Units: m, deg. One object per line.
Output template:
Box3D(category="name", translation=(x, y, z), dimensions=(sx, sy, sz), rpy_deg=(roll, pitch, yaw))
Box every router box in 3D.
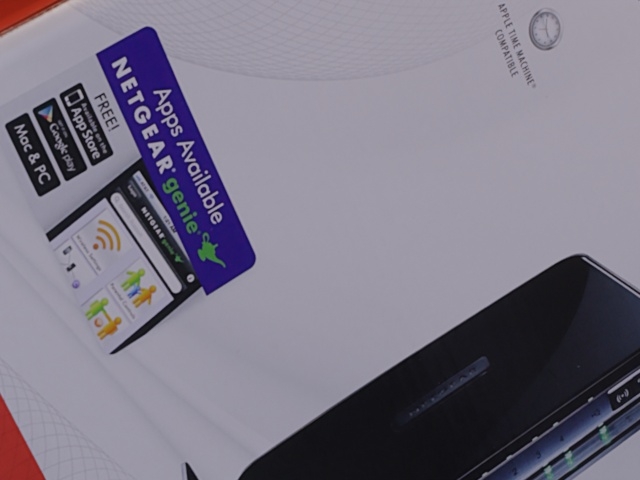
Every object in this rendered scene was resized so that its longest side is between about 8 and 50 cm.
Box3D(category="router box", translation=(0.020, 0.054, 0.538), dimensions=(0.301, 0.082, 0.335), rpy_deg=(-33, 112, -21))
